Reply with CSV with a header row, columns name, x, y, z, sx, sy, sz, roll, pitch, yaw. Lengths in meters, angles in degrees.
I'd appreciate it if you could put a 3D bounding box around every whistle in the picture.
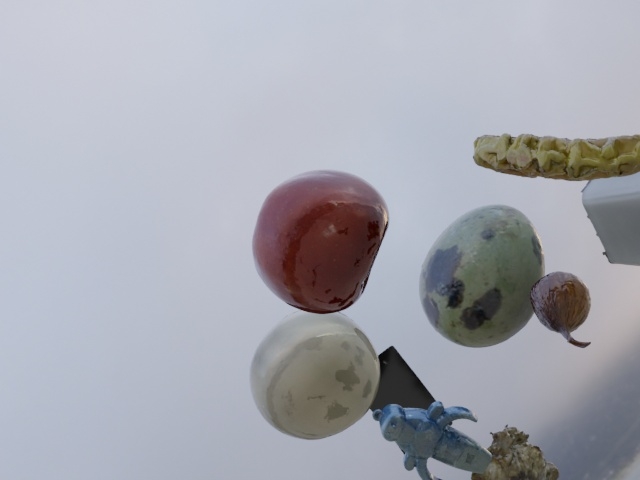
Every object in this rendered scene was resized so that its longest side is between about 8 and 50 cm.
name,x,y,z,sx,sy,sz,roll,pitch,yaw
whistle,0.231,0.414,1.390,0.093,0.269,0.180,-68,1,-80

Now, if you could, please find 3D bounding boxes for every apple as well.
name,x,y,z,sx,sy,sz,roll,pitch,yaw
apple,0.000,0.000,1.190,0.260,0.217,0.260,19,-90,-81

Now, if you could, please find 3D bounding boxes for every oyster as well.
name,x,y,z,sx,sy,sz,roll,pitch,yaw
oyster,0.471,0.570,1.626,0.198,0.133,0.337,-46,-41,9

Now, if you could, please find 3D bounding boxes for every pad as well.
name,x,y,z,sx,sy,sz,roll,pitch,yaw
pad,0.214,0.433,1.798,0.159,0.265,0.009,-39,-6,8

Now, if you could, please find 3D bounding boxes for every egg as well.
name,x,y,z,sx,sy,sz,roll,pitch,yaw
egg,0.470,0.103,1.923,0.345,0.345,0.428,2,-62,-53

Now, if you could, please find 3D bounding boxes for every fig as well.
name,x,y,z,sx,sy,sz,roll,pitch,yaw
fig,0.555,0.177,1.512,0.134,0.201,0.146,-25,-46,29

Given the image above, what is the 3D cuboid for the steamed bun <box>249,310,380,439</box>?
name,x,y,z,sx,sy,sz,roll,pitch,yaw
steamed bun,-0.011,0.327,1.590,0.324,0.206,0.324,-4,-69,-11

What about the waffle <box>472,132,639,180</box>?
name,x,y,z,sx,sy,sz,roll,pitch,yaw
waffle,0.253,-0.088,0.699,0.149,0.194,0.051,-2,-82,-22

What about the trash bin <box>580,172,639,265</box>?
name,x,y,z,sx,sy,sz,roll,pitch,yaw
trash bin,0.666,-0.089,1.153,0.256,0.368,0.296,-45,-68,-27
